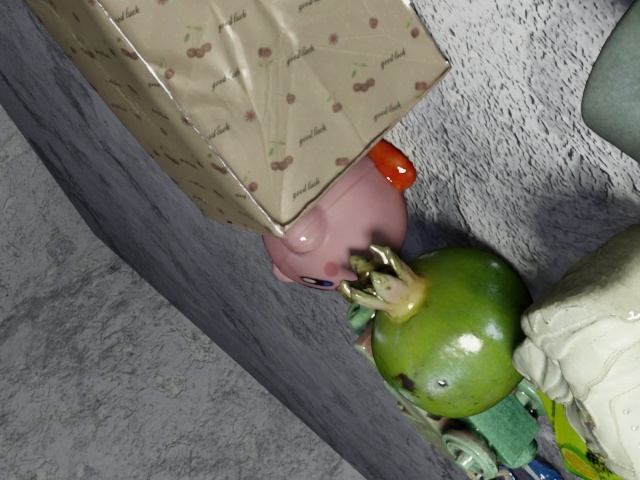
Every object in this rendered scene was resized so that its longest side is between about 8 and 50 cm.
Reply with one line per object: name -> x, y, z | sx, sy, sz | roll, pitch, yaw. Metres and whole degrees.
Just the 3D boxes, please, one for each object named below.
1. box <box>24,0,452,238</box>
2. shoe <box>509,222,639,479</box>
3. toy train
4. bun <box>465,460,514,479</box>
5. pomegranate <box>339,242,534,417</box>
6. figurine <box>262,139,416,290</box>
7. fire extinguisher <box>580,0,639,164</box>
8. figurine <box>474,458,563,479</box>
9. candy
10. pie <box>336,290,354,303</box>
box -> -0.080, -0.190, 0.900 | 0.297, 0.225, 0.190 | 52, 162, -25
shoe -> 0.275, 0.119, 0.907 | 0.210, 0.132, 0.342 | 50, 172, 18
toy train -> 0.150, 0.171, 1.385 | 0.304, 0.150, 0.221 | 50, 163, -23
bun -> 0.257, 0.348, 1.742 | 0.115, 0.069, 0.115 | 44, 166, 14
pomegranate -> 0.120, 0.081, 1.139 | 0.225, 0.187, 0.187 | 37, 171, -29
figurine -> 0.014, -0.025, 1.198 | 0.173, 0.173, 0.173 | 42, 165, 14
fire extinguisher -> 0.308, -0.018, 0.506 | 0.376, 0.113, 0.200 | 40, 164, 22
figurine -> 0.339, 0.419, 1.607 | 0.120, 0.164, 0.262 | 2, -141, -46
candy -> 0.331, 0.251, 1.273 | 0.149, 0.069, 0.246 | 23, 154, 52
pie -> 0.005, 0.003, 1.511 | 0.302, 0.067, 0.302 | 43, 165, 15
